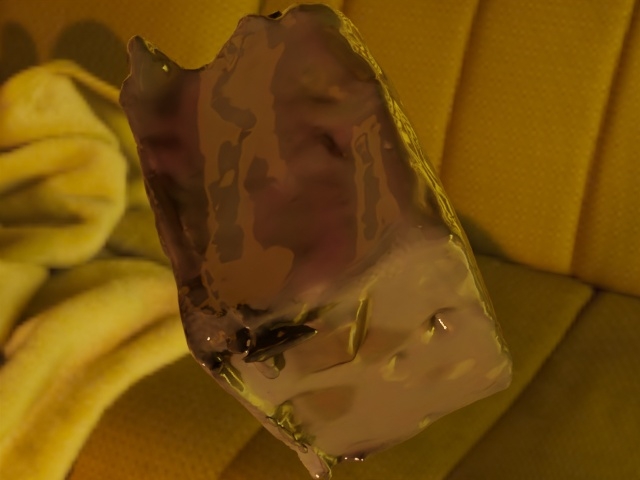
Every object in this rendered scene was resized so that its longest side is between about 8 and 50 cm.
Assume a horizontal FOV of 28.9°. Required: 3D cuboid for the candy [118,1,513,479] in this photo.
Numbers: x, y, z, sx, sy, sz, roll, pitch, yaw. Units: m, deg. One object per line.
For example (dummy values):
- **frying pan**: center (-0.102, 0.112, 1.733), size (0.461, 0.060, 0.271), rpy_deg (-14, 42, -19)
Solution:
- **candy**: center (0.000, 0.000, 0.627), size (0.137, 0.185, 0.195), rpy_deg (-26, 53, 5)
